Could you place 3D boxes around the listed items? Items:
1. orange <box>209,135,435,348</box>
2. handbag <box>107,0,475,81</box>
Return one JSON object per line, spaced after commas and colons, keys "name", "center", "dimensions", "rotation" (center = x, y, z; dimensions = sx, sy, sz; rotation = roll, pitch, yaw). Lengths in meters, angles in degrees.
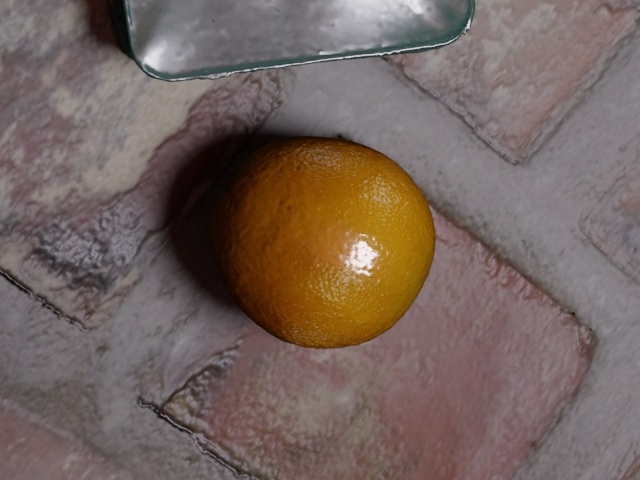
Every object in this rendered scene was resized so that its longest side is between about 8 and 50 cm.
{"name": "orange", "center": [0.000, 0.000, 1.485], "dimensions": [0.206, 0.206, 0.206], "rotation": [-3, 102, -14]}
{"name": "handbag", "center": [-0.032, -0.276, 1.471], "dimensions": [0.326, 0.089, 0.238], "rotation": [-7, 103, -12]}
